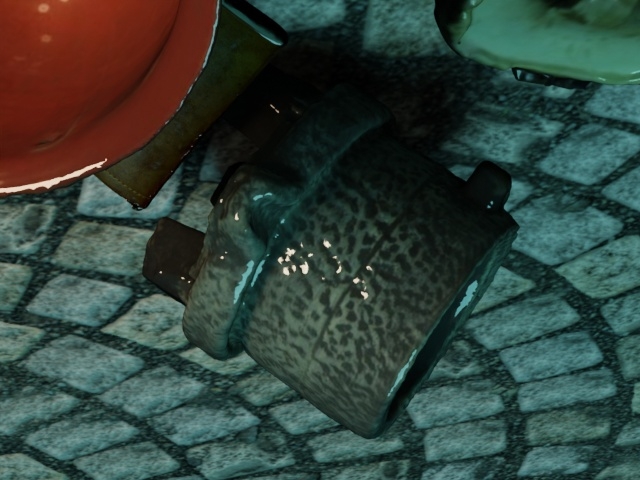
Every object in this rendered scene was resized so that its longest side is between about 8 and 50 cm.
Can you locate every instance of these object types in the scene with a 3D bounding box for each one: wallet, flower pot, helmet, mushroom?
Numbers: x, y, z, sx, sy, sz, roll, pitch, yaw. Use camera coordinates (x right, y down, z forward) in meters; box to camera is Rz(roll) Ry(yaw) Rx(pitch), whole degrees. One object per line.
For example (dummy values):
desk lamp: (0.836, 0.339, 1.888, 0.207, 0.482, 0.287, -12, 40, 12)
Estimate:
wallet: (-0.144, -0.138, 1.503, 0.137, 0.031, 0.255, 39, 133, -7)
flower pot: (0.000, 0.000, 1.556, 0.283, 0.299, 0.299, 34, 149, 11)
helmet: (-0.213, -0.218, 1.180, 0.385, 0.230, 0.337, 5, 111, 15)
mushroom: (0.243, -0.221, 1.393, 0.344, 0.130, 0.247, -1, 152, -19)
